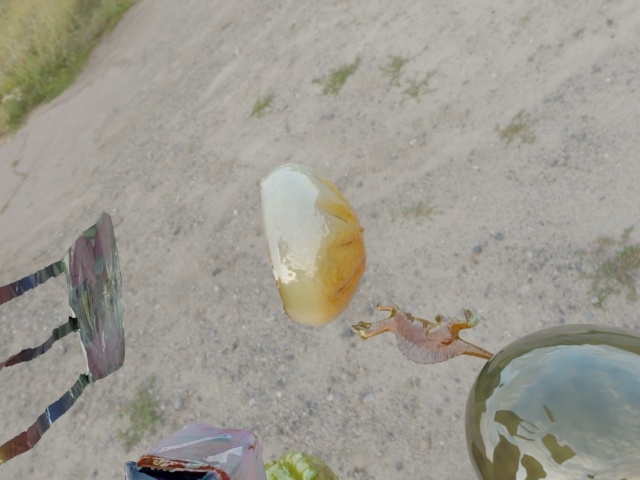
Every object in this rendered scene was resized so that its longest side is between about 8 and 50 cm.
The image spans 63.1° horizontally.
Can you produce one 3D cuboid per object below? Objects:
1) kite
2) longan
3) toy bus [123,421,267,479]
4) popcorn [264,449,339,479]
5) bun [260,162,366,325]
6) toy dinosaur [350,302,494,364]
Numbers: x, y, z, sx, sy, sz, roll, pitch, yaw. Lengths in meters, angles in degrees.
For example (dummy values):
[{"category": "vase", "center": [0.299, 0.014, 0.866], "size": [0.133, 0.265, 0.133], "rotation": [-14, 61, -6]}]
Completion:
[{"category": "kite", "center": [-0.243, 0.083, 0.527], "size": [0.022, 0.205, 0.360], "rotation": [-4, 9, -6]}, {"category": "longan", "center": [0.343, 0.239, 0.597], "size": [0.349, 0.289, 0.289], "rotation": [9, 57, 15]}, {"category": "toy bus", "center": [-0.114, 0.360, 0.568], "size": [0.127, 0.303, 0.147], "rotation": [-6, 10, 21]}, {"category": "popcorn", "center": [-0.044, 0.413, 0.771], "size": [0.197, 0.156, 0.198], "rotation": [-17, 26, 9]}, {"category": "bun", "center": [0.000, 0.000, 0.948], "size": [0.164, 0.299, 0.299], "rotation": [-10, 45, 2]}, {"category": "toy dinosaur", "center": [0.162, 0.141, 0.754], "size": [0.142, 0.057, 0.212], "rotation": [-21, 32, -37]}]
